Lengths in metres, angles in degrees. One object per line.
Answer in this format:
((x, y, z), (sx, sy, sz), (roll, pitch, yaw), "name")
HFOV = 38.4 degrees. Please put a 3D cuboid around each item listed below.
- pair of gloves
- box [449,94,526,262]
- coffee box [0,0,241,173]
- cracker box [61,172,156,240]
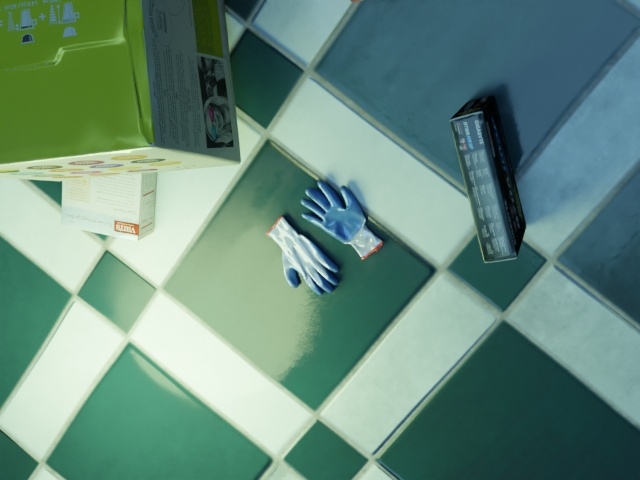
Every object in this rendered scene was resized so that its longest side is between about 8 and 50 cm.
((0.000, 0.000, 1.562), (0.198, 0.023, 0.159), (-43, 90, 23), "pair of gloves")
((0.253, -0.095, 1.370), (0.051, 0.175, 0.220), (-12, 102, 20), "box")
((-0.344, -0.273, 1.370), (0.338, 0.334, 0.338), (-5, 90, 15), "coffee box")
((-0.370, -0.128, 1.616), (0.156, 0.067, 0.232), (12, 108, 14), "cracker box")
